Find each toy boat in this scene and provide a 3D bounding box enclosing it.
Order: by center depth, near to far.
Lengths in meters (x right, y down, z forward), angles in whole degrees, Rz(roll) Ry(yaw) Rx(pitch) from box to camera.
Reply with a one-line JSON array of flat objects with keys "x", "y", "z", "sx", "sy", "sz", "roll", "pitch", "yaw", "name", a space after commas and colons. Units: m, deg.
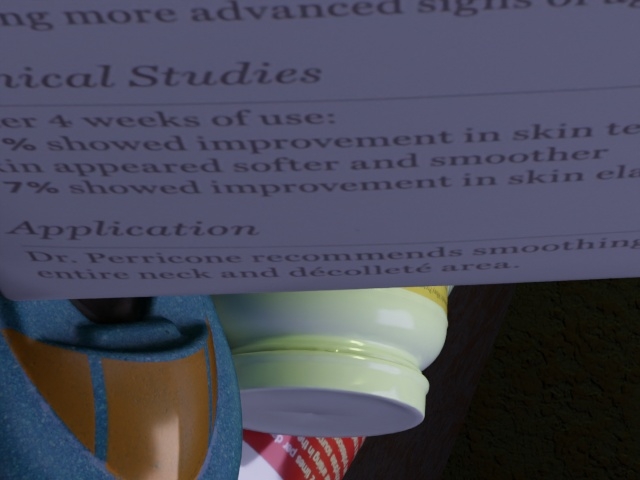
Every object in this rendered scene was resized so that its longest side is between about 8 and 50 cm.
[{"x": -0.152, "y": 0.054, "z": 0.680, "sx": 0.148, "sy": 0.267, "sz": 0.318, "roll": -33, "pitch": 165, "yaw": 37, "name": "toy boat"}]

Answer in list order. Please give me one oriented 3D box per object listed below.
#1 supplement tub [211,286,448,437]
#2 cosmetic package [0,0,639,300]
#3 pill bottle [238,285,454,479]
[{"x": 0.000, "y": 0.000, "z": 0.873, "sx": 0.144, "sy": 0.144, "sz": 0.199, "roll": 68, "pitch": 23, "yaw": -69, "name": "supplement tub"}, {"x": 0.014, "y": -0.199, "z": 0.494, "sx": 0.393, "sy": 0.329, "sz": 0.327, "roll": 80, "pitch": 9, "yaw": -68, "name": "cosmetic package"}, {"x": -0.069, "y": 0.075, "z": 1.032, "sx": 0.407, "sy": 0.229, "sz": 0.229, "roll": -58, "pitch": 162, "yaw": -27, "name": "pill bottle"}]
